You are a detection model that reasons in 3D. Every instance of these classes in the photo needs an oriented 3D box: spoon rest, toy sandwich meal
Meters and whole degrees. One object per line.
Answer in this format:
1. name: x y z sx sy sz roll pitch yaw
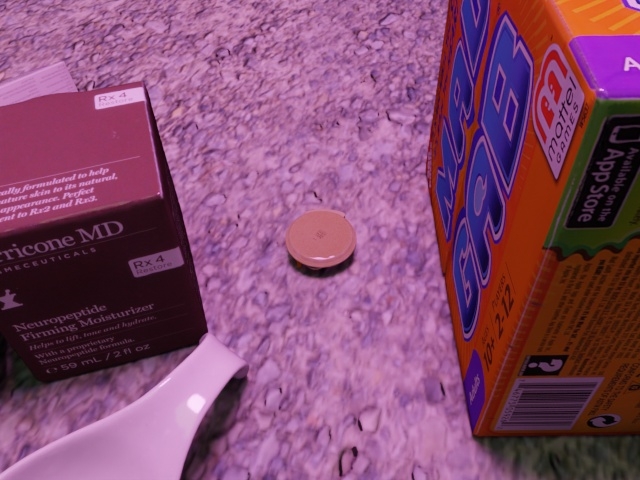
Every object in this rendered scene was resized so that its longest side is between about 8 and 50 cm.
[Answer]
1. spoon rest: -0.151 0.176 0.467 0.137 0.084 0.276 37 54 2
2. toy sandwich meal: 0.000 0.000 0.668 0.086 0.029 0.085 0 53 0

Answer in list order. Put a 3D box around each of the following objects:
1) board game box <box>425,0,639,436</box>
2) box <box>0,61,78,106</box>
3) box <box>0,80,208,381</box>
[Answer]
1. board game box: 0.301 -0.081 0.505 0.357 0.356 0.356 -1 48 1
2. box: -0.396 -0.135 0.706 0.063 0.067 0.324 -9 27 17
3. box: -0.214 -0.006 0.564 0.169 0.203 0.167 -14 50 -9
